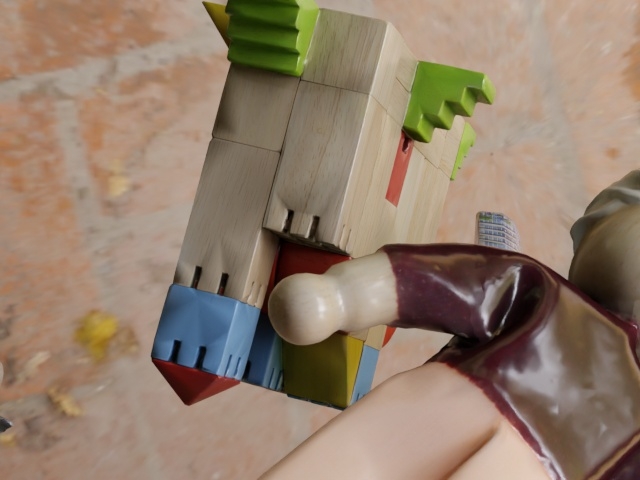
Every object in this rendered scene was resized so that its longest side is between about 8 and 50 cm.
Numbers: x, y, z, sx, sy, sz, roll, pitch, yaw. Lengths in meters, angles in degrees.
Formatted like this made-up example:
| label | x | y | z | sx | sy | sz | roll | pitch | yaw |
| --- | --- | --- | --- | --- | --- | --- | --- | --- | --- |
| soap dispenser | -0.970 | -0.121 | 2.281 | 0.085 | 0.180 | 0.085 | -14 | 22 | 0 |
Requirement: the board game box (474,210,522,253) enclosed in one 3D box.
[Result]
| label | x | y | z | sx | sy | sz | roll | pitch | yaw |
| --- | --- | --- | --- | --- | --- | --- | --- | --- | --- |
| board game box | 0.156 | 0.096 | 1.453 | 0.060 | 0.194 | 0.194 | 2 | 109 | 3 |

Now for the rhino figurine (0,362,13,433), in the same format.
| label | x | y | z | sx | sy | sz | roll | pitch | yaw |
| --- | --- | --- | --- | --- | --- | --- | --- | --- | --- |
| rhino figurine | -0.247 | 0.099 | 1.064 | 0.106 | 0.243 | 0.073 | -25 | 98 | -17 |

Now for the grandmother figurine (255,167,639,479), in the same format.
| label | x | y | z | sx | sy | sz | roll | pitch | yaw |
| --- | --- | --- | --- | --- | --- | --- | --- | --- | --- |
| grandmother figurine | 0.070 | 0.084 | 0.669 | 0.342 | 0.104 | 0.208 | -42 | 106 | -31 |

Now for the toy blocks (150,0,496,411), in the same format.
| label | x | y | z | sx | sy | sz | roll | pitch | yaw |
| --- | --- | --- | --- | --- | --- | --- | --- | --- | --- |
| toy blocks | 0.000 | 0.000 | 1.203 | 0.190 | 0.381 | 0.261 | 13 | 85 | 16 |
